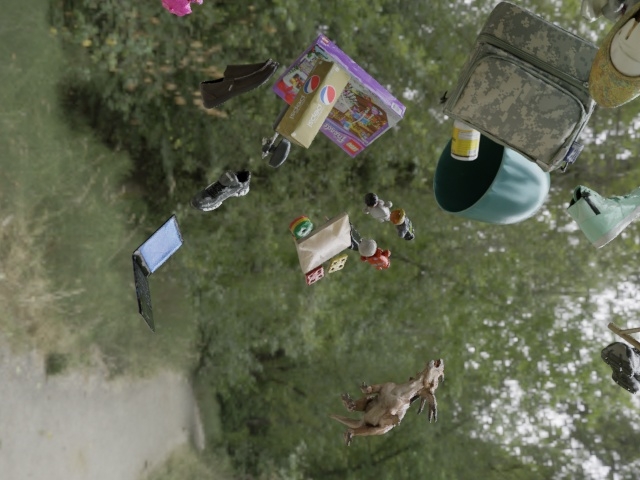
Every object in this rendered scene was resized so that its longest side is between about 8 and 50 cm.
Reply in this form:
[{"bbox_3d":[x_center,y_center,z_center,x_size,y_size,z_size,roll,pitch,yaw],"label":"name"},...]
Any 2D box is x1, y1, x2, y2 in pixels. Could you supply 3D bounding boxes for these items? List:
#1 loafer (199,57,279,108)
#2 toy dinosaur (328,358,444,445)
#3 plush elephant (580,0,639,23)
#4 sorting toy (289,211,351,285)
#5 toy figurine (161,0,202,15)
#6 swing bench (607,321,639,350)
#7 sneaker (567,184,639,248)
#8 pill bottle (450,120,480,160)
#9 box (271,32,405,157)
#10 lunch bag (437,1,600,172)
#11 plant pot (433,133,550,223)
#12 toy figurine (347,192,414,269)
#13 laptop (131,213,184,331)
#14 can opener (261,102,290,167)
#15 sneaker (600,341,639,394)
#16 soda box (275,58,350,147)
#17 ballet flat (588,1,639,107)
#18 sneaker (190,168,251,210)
[{"bbox_3d":[-0.208,-0.405,1.846,0.078,0.220,0.080,62,9,-20],"label":"loafer"},{"bbox_3d":[0.164,0.398,1.748,0.296,0.200,0.127,-38,-120,34],"label":"toy dinosaur"},{"bbox_3d":[0.970,-0.735,2.285,0.255,0.272,0.330,93,-21,-64],"label":"plush elephant"},{"bbox_3d":[0.000,0.000,1.673,0.046,0.132,0.274,51,-14,28],"label":"sorting toy"},{"bbox_3d":[-0.337,-0.631,1.813,0.130,0.173,0.159,-5,-86,62],"label":"toy figurine"},{"bbox_3d":[0.907,0.198,1.822,0.253,0.255,0.165,-48,179,-14],"label":"swing bench"},{"bbox_3d":[0.733,-0.105,1.883,0.151,0.256,0.094,51,-32,7],"label":"sneaker"},{"bbox_3d":[0.346,-0.254,1.757,0.065,0.065,0.116,-105,-166,-62],"label":"pill bottle"},{"bbox_3d":[0.046,-0.370,1.924,0.201,0.293,0.057,-36,-157,42],"label":"box"},{"bbox_3d":[0.437,-0.316,1.578,0.256,0.305,0.212,-61,177,0],"label":"lunch bag"},{"bbox_3d":[0.507,-0.179,2.114,0.293,0.235,0.293,-41,-141,45],"label":"plant pot"},{"bbox_3d":[0.173,-0.037,2.380,0.213,0.209,0.148,43,-2,43],"label":"toy figurine"},{"bbox_3d":[-0.442,0.097,2.080,0.234,0.137,0.264,98,-20,-70],"label":"laptop"},{"bbox_3d":[-0.107,-0.359,2.314,0.280,0.093,0.074,-59,-171,32],"label":"can opener"},{"bbox_3d":[0.832,0.321,1.998,0.101,0.106,0.267,38,-7,38],"label":"sneaker"},{"bbox_3d":[-0.016,-0.290,1.574,0.061,0.058,0.181,29,-91,49],"label":"soda box"},{"bbox_3d":[0.574,-0.371,1.230,0.348,0.123,0.123,-49,-152,25],"label":"ballet flat"},{"bbox_3d":[-0.307,-0.169,2.320,0.078,0.234,0.106,48,-42,16],"label":"sneaker"}]
